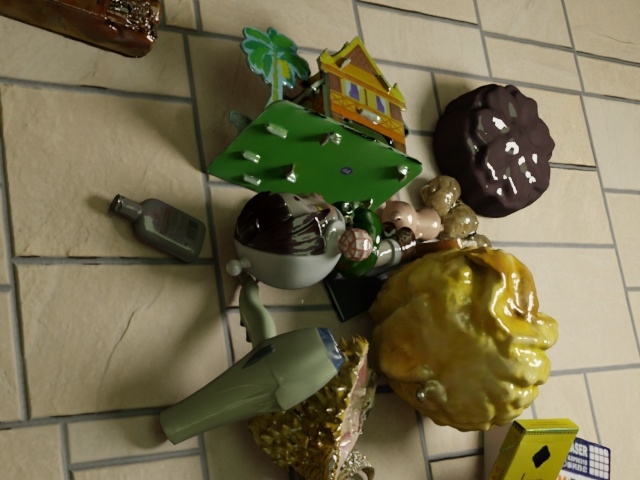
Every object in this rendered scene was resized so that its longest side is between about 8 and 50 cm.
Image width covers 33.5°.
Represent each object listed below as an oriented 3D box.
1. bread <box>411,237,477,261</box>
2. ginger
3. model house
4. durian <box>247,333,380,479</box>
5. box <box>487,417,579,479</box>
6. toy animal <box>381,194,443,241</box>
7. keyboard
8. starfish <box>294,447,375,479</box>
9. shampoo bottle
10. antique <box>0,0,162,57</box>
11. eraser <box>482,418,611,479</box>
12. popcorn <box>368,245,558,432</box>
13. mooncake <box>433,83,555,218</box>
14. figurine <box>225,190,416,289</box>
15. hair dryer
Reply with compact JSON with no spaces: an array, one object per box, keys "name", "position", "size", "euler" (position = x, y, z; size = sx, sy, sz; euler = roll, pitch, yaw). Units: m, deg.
[{"name":"bread","position":[0.233,0.022,2.050],"size":[0.126,0.129,0.044],"euler":[1,80,-51]},{"name":"ginger","position":[0.280,-0.038,2.160],"size":[0.104,0.080,0.204],"euler":[-29,90,-46]},{"name":"model house","position":[-0.026,-0.238,1.943],"size":[0.358,0.242,0.312],"euler":[19,46,-30]},{"name":"durian","position":[-0.025,0.266,1.765],"size":[0.196,0.185,0.305],"euler":[15,48,12]},{"name":"box","position":[0.368,0.457,1.965],"size":[0.153,0.041,0.279],"euler":[7,109,-36]},{"name":"toy animal","position":[0.178,-0.040,2.075],"size":[0.150,0.083,0.089],"euler":[13,96,-36]},{"name":"keyboard","position":[0.083,0.084,1.995],"size":[0.381,0.041,0.103],"euler":[-22,87,-47]},{"name":"starfish","position":[-0.006,0.394,1.804],"size":[0.236,0.062,0.277],"euler":[-10,84,-34]},{"name":"shampoo bottle","position":[-0.268,-0.027,1.750],"size":[0.165,0.040,0.080],"euler":[27,60,-27]},{"name":"antique","position":[-0.407,-0.392,1.740],"size":[0.310,0.093,0.087],"euler":[15,65,-34]},{"name":"eraser","position":[0.453,0.446,2.114],"size":[0.287,0.086,0.130],"euler":[20,63,-32]},{"name":"popcorn","position":[0.270,0.165,1.944],"size":[0.349,0.349,0.382],"euler":[63,28,-2]},{"name":"mooncake","position":[0.380,-0.193,2.259],"size":[0.283,0.141,0.283],"euler":[12,69,-34]},{"name":"figurine","position":[0.000,0.000,1.830],"size":[0.370,0.281,0.167],"euler":[2,104,-41]},{"name":"hair dryer","position":[-0.146,0.203,1.704],"size":[0.296,0.298,0.119],"euler":[-39,131,-16]}]
